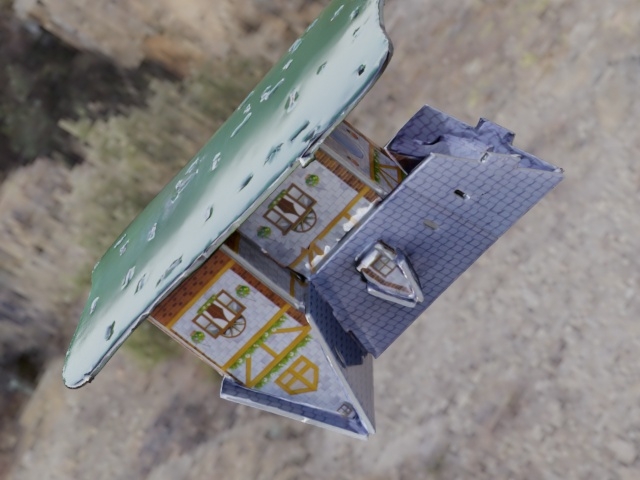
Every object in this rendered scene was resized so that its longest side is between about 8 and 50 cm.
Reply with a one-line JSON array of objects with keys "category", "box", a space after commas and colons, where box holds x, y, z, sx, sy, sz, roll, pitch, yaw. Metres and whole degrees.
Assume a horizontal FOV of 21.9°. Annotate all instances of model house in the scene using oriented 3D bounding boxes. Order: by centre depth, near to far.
[{"category": "model house", "box": [0.000, 0.000, 0.566, 0.167, 0.088, 0.117, -46, 17, 18]}]
